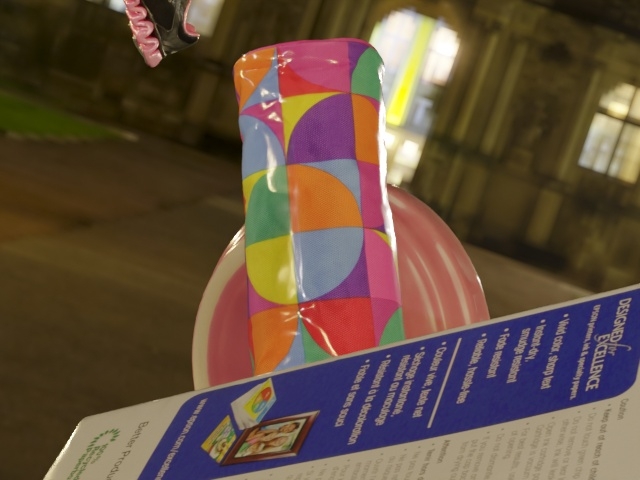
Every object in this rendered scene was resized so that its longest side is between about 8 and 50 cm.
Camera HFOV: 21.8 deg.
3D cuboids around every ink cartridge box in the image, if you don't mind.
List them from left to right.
[{"bbox_3d":[0.025,0.109,0.672,0.371,0.069,0.176,-18,24,28],"label":"ink cartridge box"}]

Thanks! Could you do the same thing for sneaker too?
[{"bbox_3d":[-0.121,-0.190,1.239,0.057,0.119,0.047,-18,36,-6],"label":"sneaker"}]

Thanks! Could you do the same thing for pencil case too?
[{"bbox_3d":[0.000,0.000,0.984,0.104,0.236,0.104,-3,-12,-1],"label":"pencil case"}]

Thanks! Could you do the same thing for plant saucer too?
[{"bbox_3d":[0.000,0.106,1.490,0.332,0.332,0.084,22,13,38],"label":"plant saucer"}]
